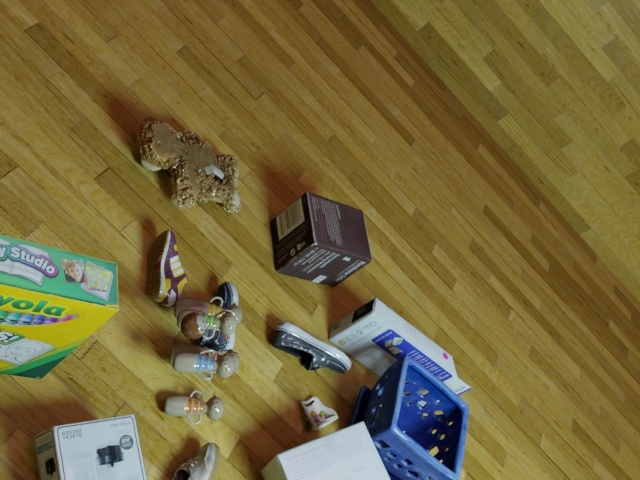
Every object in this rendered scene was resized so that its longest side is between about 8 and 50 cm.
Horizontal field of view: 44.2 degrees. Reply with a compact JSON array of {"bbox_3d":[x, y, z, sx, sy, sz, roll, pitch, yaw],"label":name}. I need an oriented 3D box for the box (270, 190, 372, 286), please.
[{"bbox_3d":[0.000,0.000,2.107,0.203,0.168,0.167,17,50,-37],"label":"box"}]

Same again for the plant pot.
[{"bbox_3d":[0.201,0.463,1.932,0.236,0.212,0.236,41,40,-17],"label":"plant pot"}]

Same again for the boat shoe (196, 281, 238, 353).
[{"bbox_3d":[-0.241,0.168,1.816,0.083,0.065,0.183,22,49,-33],"label":"boat shoe"}]

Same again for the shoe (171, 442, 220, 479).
[{"bbox_3d":[-0.262,0.481,1.550,0.058,0.076,0.219,46,40,-18],"label":"shoe"}]

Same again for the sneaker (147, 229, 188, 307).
[{"bbox_3d":[-0.343,0.066,1.795,0.084,0.069,0.185,30,50,-40],"label":"sneaker"}]

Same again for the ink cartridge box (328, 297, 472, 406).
[{"bbox_3d":[0.216,0.308,2.092,0.371,0.176,0.069,40,40,-18],"label":"ink cartridge box"}]

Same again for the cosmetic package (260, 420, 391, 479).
[{"bbox_3d":[0.025,0.542,1.689,0.224,0.138,0.225,-13,66,-29],"label":"cosmetic package"}]

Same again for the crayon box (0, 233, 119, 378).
[{"bbox_3d":[-0.574,0.107,1.317,0.363,0.313,0.106,17,51,-37],"label":"crayon box"}]

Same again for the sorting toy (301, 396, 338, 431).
[{"bbox_3d":[-0.013,0.412,1.891,0.083,0.045,0.075,-7,60,-48],"label":"sorting toy"}]

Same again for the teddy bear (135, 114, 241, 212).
[{"bbox_3d":[-0.327,-0.181,1.976,0.338,0.113,0.245,8,64,-52],"label":"teddy bear"}]

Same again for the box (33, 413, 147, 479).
[{"bbox_3d":[-0.394,0.469,1.394,0.169,0.087,0.290,1,67,-46],"label":"box"}]

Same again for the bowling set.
[{"bbox_3d":[-0.227,0.227,1.638,0.154,0.200,0.287,9,65,-16],"label":"bowling set"}]

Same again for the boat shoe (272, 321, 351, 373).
[{"bbox_3d":[-0.024,0.284,1.950,0.228,0.080,0.076,36,59,-26],"label":"boat shoe"}]
